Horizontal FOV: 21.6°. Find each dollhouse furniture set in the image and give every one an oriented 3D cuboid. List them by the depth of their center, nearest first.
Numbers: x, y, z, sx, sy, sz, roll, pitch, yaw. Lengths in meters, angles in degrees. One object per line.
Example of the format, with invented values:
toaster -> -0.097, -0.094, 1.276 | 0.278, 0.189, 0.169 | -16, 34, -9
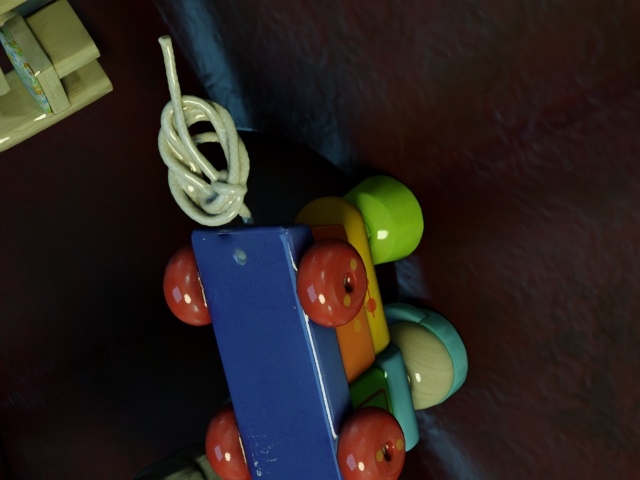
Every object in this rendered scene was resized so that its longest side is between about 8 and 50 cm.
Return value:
dollhouse furniture set -> -0.253, -0.174, 0.908 | 0.242, 0.161, 0.212 | 56, 171, 23

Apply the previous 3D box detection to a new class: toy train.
toy train -> 0.000, 0.000, 0.848 | 0.105, 0.143, 0.248 | -2, 108, 37

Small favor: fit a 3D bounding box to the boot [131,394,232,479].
boot -> -0.085, 0.216, 1.000 | 0.118, 0.222, 0.338 | 33, 134, 26
